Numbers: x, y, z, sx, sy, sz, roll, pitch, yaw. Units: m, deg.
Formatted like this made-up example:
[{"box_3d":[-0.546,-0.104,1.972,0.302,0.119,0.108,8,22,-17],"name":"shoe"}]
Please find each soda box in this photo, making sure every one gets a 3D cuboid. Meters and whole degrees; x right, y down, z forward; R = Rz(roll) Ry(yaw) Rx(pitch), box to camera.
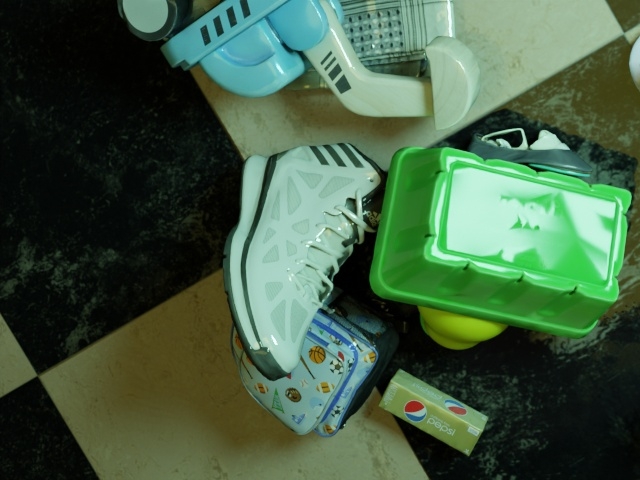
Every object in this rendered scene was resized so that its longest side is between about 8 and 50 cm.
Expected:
[{"box_3d":[0.198,0.301,1.665,0.181,0.061,0.058,28,112,11],"name":"soda box"}]

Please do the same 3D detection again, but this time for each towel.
[{"box_3d":[0.062,-0.408,1.540,0.312,0.056,0.324,-2,103,21],"name":"towel"}]

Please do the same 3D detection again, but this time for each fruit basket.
[{"box_3d":[0.260,0.025,1.483,0.392,0.392,0.283,7,78,18],"name":"fruit basket"}]

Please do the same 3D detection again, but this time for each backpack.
[{"box_3d":[-0.030,0.188,1.652,0.263,0.213,0.276,38,116,19],"name":"backpack"}]

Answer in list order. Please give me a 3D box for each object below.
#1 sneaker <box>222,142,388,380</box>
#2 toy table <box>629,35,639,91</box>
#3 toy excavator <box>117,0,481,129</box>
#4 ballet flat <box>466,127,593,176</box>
[{"box_3d":[0.000,-0.001,1.494,0.257,0.447,0.169,-16,137,18],"name":"sneaker"},{"box_3d":[0.578,-0.227,1.339,0.274,0.161,0.252,8,106,17],"name":"toy table"},{"box_3d":[-0.023,-0.315,1.486,0.433,0.222,0.445,-26,104,30],"name":"toy excavator"},{"box_3d":[0.331,-0.143,1.501,0.203,0.074,0.074,7,106,23],"name":"ballet flat"}]
